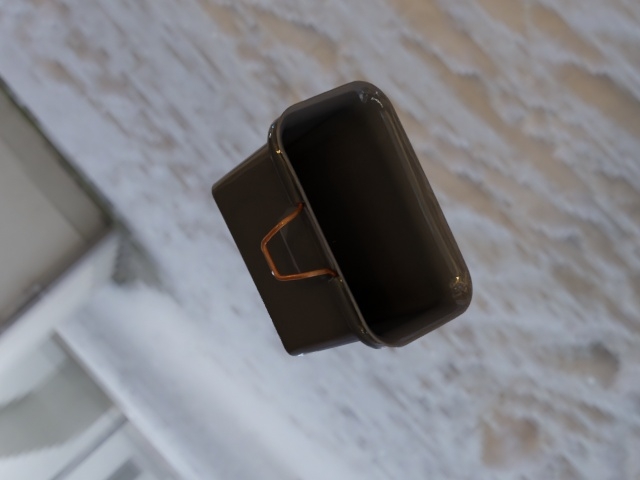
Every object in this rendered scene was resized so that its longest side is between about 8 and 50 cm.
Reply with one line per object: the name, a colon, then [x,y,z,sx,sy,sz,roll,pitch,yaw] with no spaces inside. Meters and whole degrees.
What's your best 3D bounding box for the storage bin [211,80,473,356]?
storage bin: [0.000,0.000,0.903,0.091,0.098,0.135,-27,89,49]
